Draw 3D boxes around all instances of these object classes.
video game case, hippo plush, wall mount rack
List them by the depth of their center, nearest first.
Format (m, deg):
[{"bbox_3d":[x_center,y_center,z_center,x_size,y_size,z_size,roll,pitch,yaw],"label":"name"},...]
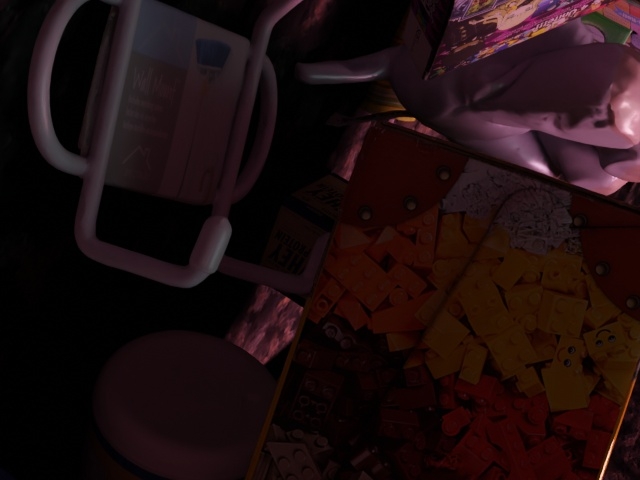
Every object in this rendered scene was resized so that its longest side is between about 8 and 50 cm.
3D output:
[{"bbox_3d":[0.170,-0.193,1.078,0.232,0.042,0.210,-24,165,-10],"label":"video game case"},{"bbox_3d":[-0.036,-0.122,1.098,0.350,0.130,0.304,9,95,-71],"label":"wall mount rack"},{"bbox_3d":[0.169,-0.180,1.405,0.234,0.294,0.236,48,53,-69],"label":"hippo plush"}]

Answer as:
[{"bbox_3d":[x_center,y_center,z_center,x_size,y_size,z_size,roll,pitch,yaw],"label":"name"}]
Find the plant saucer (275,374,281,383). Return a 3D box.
[{"bbox_3d":[-0.039,0.179,1.680,0.195,0.037,0.195,-48,158,-27],"label":"plant saucer"}]

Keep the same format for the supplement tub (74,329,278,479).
[{"bbox_3d":[-0.113,0.183,1.335,0.144,0.144,0.199,-37,151,-47],"label":"supplement tub"}]

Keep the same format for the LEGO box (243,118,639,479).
[{"bbox_3d":[0.076,0.134,1.231,0.500,0.193,0.372,-7,116,-85],"label":"LEGO box"}]

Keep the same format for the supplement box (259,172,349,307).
[{"bbox_3d":[0.000,0.000,1.476,0.083,0.056,0.083,-30,146,-55],"label":"supplement box"}]

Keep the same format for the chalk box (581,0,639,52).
[{"bbox_3d":[0.302,-0.264,1.717,0.213,0.132,0.132,-56,161,-12],"label":"chalk box"}]

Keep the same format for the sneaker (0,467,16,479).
[{"bbox_3d":[-0.167,0.244,1.218,0.147,0.130,0.330,-32,141,-11],"label":"sneaker"}]

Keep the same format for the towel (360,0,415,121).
[{"bbox_3d":[0.107,-0.208,1.483,0.237,0.021,0.102,-64,161,13],"label":"towel"}]
